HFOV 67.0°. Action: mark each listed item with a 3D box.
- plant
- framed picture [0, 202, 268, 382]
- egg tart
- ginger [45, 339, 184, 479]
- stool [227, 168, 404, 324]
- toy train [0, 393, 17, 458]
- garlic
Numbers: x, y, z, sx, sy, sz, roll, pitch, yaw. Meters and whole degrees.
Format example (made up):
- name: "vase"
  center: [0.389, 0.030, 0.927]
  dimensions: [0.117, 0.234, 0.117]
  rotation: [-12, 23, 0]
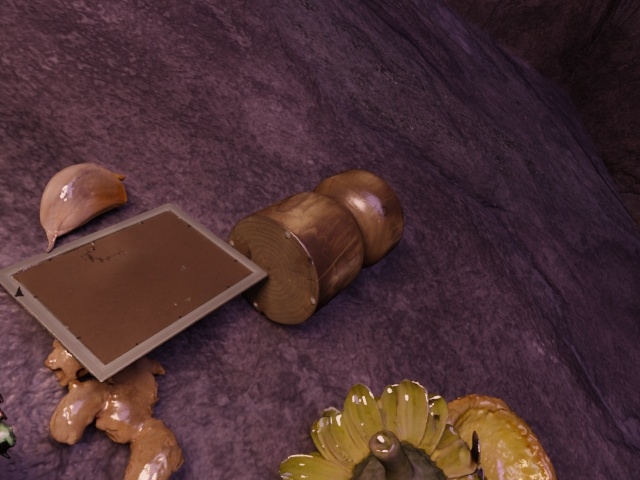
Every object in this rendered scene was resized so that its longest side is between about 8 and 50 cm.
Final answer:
- name: "plant"
  center: [0.113, 0.294, 0.589]
  dimensions: [0.261, 0.297, 0.306]
  rotation: [-8, 34, -38]
- name: "framed picture"
  center: [-0.235, 0.048, 0.640]
  dimensions: [0.216, 0.016, 0.273]
  rotation: [34, 39, 21]
- name: "egg tart"
  center: [0.253, 0.393, 0.759]
  dimensions: [0.294, 0.123, 0.294]
  rotation: [18, 53, -25]
- name: "ginger"
  center: [-0.235, 0.193, 0.551]
  dimensions: [0.149, 0.065, 0.259]
  rotation: [6, 52, -28]
- name: "stool"
  center: [0.000, 0.000, 0.800]
  dimensions: [0.179, 0.179, 0.264]
  rotation: [53, 43, 6]
- name: "toy train"
  center: [-0.344, 0.203, 0.338]
  dimensions: [0.085, 0.053, 0.249]
  rotation: [48, 54, 4]
- name: "garlic"
  center: [-0.331, -0.062, 0.660]
  dimensions: [0.084, 0.066, 0.152]
  rotation: [47, 40, -3]
